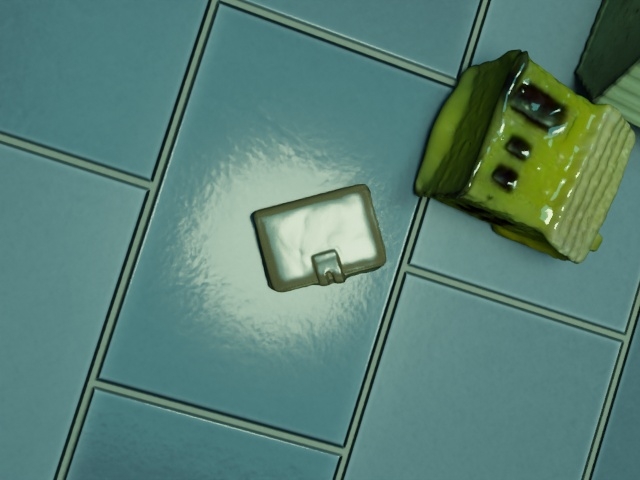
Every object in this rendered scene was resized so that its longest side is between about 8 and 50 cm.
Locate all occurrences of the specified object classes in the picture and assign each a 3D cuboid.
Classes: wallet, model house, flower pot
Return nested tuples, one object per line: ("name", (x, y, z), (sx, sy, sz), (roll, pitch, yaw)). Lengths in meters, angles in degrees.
("wallet", (0.000, 0.000, 1.074), (0.153, 0.039, 0.118), (-13, 90, -7))
("model house", (0.267, -0.094, 1.071), (0.234, 0.175, 0.193), (26, 85, -20))
("flower pot", (0.460, -0.238, 1.070), (0.190, 0.239, 0.209), (23, 119, -11))
